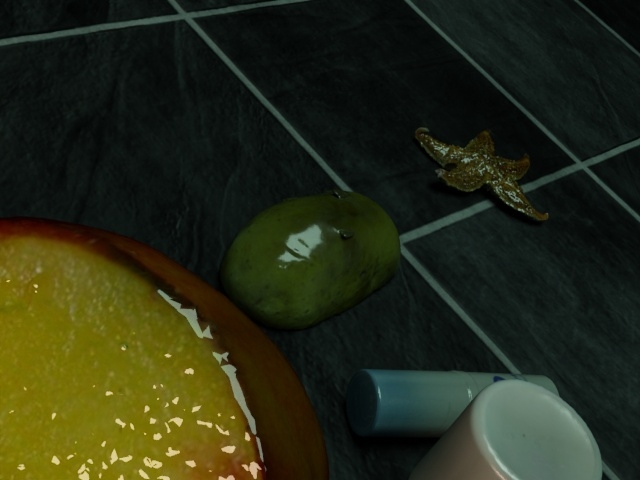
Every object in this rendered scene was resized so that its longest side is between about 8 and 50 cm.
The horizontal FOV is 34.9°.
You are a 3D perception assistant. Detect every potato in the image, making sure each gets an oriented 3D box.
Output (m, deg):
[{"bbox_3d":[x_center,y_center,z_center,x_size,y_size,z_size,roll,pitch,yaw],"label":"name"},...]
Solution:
[{"bbox_3d":[0.000,0.000,1.251,0.272,0.111,0.160,-24,65,-43],"label":"potato"}]

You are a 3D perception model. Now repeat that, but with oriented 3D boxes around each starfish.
[{"bbox_3d":[0.256,-0.110,1.572,0.240,0.043,0.227,41,42,9],"label":"starfish"}]

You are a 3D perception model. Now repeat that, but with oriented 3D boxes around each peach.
[{"bbox_3d":[-0.177,0.178,0.804,0.406,0.310,0.335,30,76,17],"label":"peach"}]

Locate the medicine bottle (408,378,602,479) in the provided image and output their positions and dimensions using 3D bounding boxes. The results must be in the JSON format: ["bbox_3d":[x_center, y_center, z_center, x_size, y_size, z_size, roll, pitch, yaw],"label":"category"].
[{"bbox_3d":[0.152,0.252,0.975,0.139,0.237,0.139,16,41,-15],"label":"medicine bottle"}]

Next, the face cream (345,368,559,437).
[{"bbox_3d":[0.155,0.188,1.169,0.250,0.077,0.077,5,46,-27],"label":"face cream"}]
